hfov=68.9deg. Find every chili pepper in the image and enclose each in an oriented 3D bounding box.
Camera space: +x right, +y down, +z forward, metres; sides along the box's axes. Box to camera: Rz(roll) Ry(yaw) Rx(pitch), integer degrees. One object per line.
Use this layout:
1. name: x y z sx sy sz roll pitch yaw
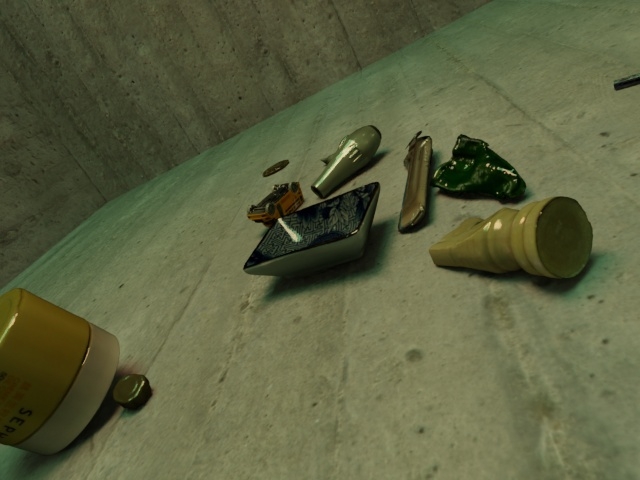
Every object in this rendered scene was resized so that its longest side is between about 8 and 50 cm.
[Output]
1. chili pepper: 0.263 -0.112 0.790 0.108 0.062 0.216 -61 23 13

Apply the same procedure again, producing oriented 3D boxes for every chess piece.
1. chess piece: 0.224 0.000 0.591 0.090 0.090 0.200 -39 13 -20

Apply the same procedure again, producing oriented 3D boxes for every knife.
1. knife: 0.191 -0.122 0.924 0.089 0.043 0.365 -58 7 35

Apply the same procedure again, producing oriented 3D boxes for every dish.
1. dish: 0.000 0.000 0.841 0.243 0.080 0.182 -19 25 29

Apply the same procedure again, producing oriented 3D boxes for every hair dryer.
1. hair dryer: 0.026 -0.184 1.236 0.267 0.092 0.229 -22 26 55

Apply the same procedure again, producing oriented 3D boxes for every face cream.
1. face cream: -0.476 0.212 0.761 0.218 0.179 0.218 -27 40 25

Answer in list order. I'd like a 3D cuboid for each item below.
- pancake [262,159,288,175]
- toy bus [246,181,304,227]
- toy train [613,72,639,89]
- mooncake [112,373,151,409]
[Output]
1. pancake: -0.160 -0.260 1.661 0.115 0.011 0.115 -25 23 12
2. toy bus: -0.109 -0.085 1.156 0.069 0.074 0.162 -2 32 35
3. toy train: 0.578 -0.294 0.842 0.083 0.017 0.017 -9 32 40
4. mooncake: -0.411 0.248 0.851 0.150 0.057 0.347 -36 23 -22
